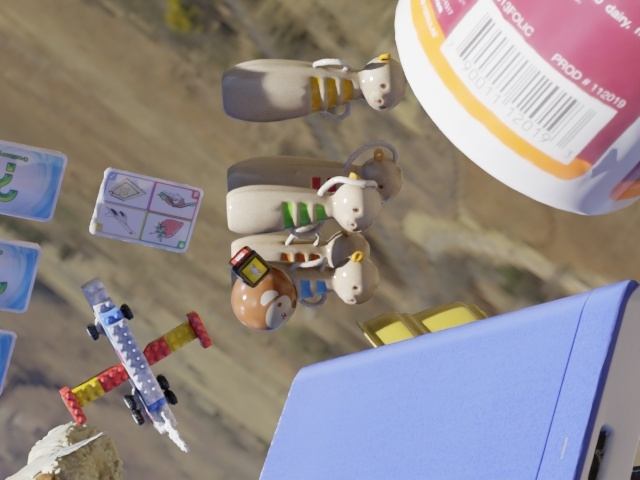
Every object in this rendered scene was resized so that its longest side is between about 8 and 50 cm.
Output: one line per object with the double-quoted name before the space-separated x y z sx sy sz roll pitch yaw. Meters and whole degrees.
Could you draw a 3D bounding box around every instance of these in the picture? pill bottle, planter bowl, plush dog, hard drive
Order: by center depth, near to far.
"hard drive" 0.060 0.149 1.074 0.040 0.210 0.319 33 151 -25
"pill bottle" 0.239 -0.217 1.141 0.224 0.224 0.392 37 127 -5
"planter bowl" 0.137 0.120 1.593 0.217 0.090 0.217 47 -178 -2
"plush dog" -0.256 0.336 1.847 0.211 0.262 0.225 -10 112 59

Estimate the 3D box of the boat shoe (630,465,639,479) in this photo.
"boat shoe" 0.218 0.268 1.619 0.081 0.228 0.068 56 175 34

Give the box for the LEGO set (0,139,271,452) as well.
"LEGO set" -0.152 0.040 1.243 0.244 0.182 0.060 13 -171 -28

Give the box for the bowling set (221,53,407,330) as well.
"bowling set" 0.000 0.000 1.510 0.154 0.199 0.287 -3 143 -2
